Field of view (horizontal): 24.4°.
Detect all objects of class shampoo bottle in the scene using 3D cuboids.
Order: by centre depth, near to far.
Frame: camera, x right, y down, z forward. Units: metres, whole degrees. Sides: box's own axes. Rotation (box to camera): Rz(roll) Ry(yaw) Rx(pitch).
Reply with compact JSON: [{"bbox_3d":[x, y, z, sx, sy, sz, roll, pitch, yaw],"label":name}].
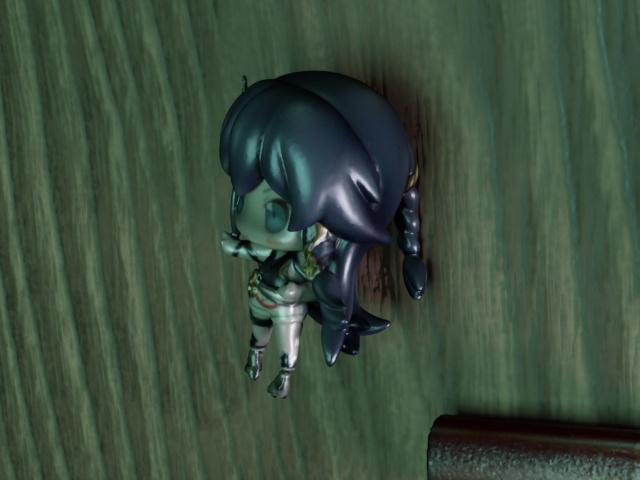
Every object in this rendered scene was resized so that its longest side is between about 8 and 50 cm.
[{"bbox_3d":[0.221,0.207,1.274,0.260,0.064,0.102,0,103,31],"label":"shampoo bottle"}]

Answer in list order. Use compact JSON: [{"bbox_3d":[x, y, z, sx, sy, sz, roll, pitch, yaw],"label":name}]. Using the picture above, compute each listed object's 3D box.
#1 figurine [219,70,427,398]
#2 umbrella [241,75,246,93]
[{"bbox_3d":[-0.005,-0.015,1.276,0.175,0.197,0.265,19,133,25],"label":"figurine"},{"bbox_3d":[-0.071,-0.080,1.397,0.022,0.022,0.148,-2,105,-7],"label":"umbrella"}]
